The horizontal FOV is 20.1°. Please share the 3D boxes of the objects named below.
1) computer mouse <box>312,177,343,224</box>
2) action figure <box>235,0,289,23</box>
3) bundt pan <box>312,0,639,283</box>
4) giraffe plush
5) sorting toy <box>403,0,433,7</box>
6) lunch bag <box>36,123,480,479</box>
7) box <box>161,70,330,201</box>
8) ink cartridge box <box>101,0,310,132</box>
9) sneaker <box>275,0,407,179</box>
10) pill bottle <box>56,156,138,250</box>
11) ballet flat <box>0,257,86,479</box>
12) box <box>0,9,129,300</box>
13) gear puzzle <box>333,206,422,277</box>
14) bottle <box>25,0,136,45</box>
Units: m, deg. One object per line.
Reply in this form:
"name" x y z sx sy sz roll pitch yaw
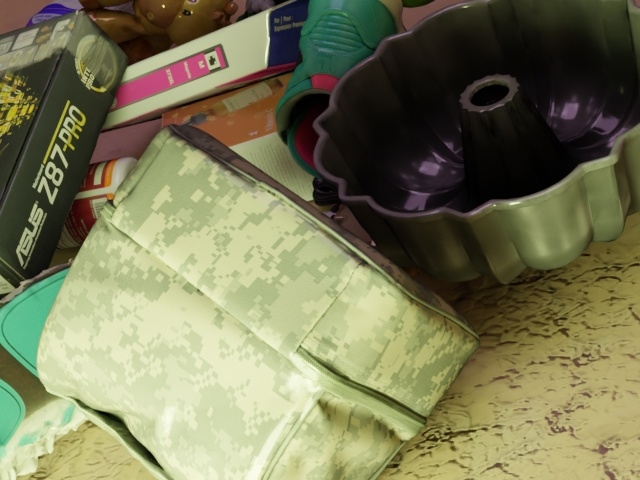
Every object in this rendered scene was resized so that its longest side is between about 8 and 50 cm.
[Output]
"computer mouse" 0.000 0.000 1.768 0.106 0.042 0.193 9 38 29
"action figure" -0.025 -0.256 2.122 0.232 0.137 0.063 7 52 52
"bundt pan" 0.166 -0.083 1.591 0.331 0.124 0.330 -16 36 12
"giraffe plush" -0.180 -0.282 2.192 0.210 0.181 0.170 1 16 -27
"sorting toy" 0.149 -0.325 1.998 0.366 0.127 0.126 -16 15 -26
"lunch bag" -0.067 0.086 1.458 0.305 0.212 0.256 36 90 32
"box" -0.076 -0.094 1.909 0.171 0.091 0.130 -17 32 7
"ink cartridge box" -0.084 -0.200 1.955 0.371 0.069 0.176 -19 0 40
"sneaker" 0.043 -0.133 1.796 0.124 0.295 0.178 11 75 22
"pill bottle" -0.262 -0.036 1.941 0.152 0.086 0.086 -10 33 19
"ballet flat" -0.290 0.146 1.633 0.147 0.147 0.409 8 33 39
"box" -0.417 -0.066 1.953 0.395 0.097 0.318 -10 47 36
"gear puzzle" 0.104 -0.039 1.712 0.175 0.044 0.339 13 40 33
"bottle" -0.316 -0.262 2.314 0.118 0.092 0.283 9 43 39
